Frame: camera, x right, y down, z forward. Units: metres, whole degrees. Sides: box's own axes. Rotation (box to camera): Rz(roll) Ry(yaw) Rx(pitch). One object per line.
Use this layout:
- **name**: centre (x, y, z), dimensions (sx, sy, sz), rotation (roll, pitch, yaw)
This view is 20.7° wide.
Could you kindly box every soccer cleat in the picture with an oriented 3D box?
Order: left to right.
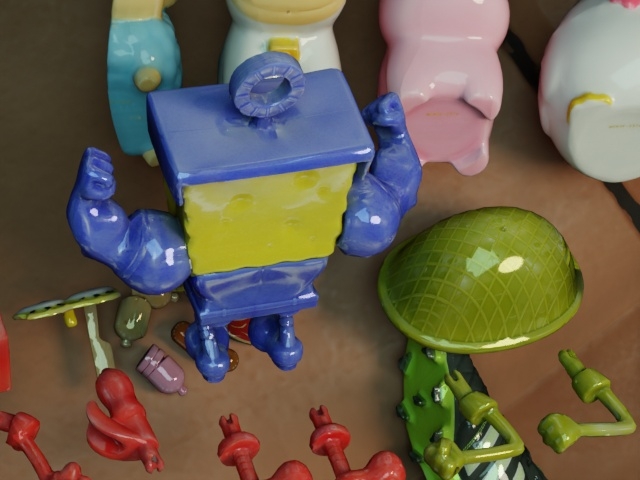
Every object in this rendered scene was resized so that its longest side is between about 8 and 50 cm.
- **soccer cleat**: centre (0.096, 0.130, 1.048), dimensions (0.072, 0.060, 0.179), rotation (-10, 81, -32)

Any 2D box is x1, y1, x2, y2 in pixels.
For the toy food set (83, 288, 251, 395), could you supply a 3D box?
- **toy food set**: centre (-0.079, 0.053, 1.051), dimensions (0.122, 0.019, 0.078), rotation (-10, 86, -15)

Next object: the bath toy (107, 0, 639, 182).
- **bath toy**: centre (0.052, -0.120, 1.033), dimensions (0.348, 0.151, 0.129), rotation (4, 49, -6)

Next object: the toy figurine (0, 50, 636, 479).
- **toy figurine**: centre (0.000, 0.000, 0.917), dimensions (0.362, 0.217, 0.191), rotation (-8, 42, -14)
